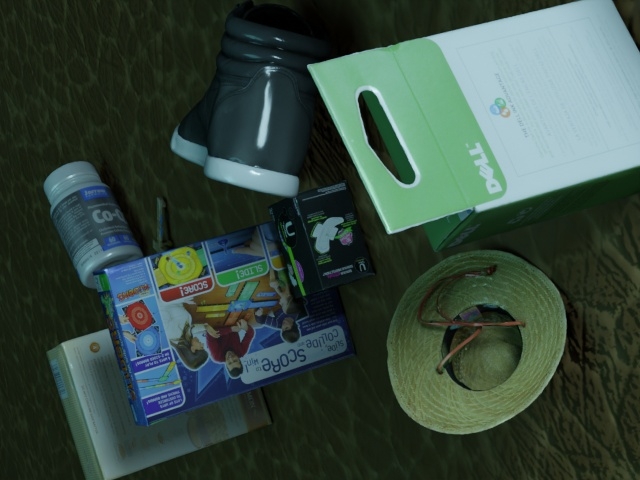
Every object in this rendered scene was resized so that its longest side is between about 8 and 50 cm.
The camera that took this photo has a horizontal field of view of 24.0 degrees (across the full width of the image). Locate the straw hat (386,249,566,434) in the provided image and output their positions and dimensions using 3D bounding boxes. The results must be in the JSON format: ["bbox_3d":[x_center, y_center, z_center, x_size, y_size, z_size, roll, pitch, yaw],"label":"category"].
[{"bbox_3d":[0.119,0.080,1.054,0.144,0.144,0.061,46,-179,43],"label":"straw hat"}]

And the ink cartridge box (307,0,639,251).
[{"bbox_3d":[0.095,-0.062,0.857,0.109,0.209,0.062,66,153,15],"label":"ink cartridge box"}]

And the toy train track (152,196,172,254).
[{"bbox_3d":[-0.170,-0.007,1.638,0.048,0.014,0.083,-140,47,-59],"label":"toy train track"}]

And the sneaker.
[{"bbox_3d":[-0.053,-0.124,1.261,0.296,0.105,0.146,-145,70,-77],"label":"sneaker"}]

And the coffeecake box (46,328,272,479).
[{"bbox_3d":[-0.161,0.148,1.512,0.068,0.186,0.142,-26,81,64],"label":"coffeecake box"}]

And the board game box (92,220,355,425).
[{"bbox_3d":[-0.080,0.064,1.284,0.035,0.201,0.136,-11,94,64],"label":"board game box"}]

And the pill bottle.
[{"bbox_3d":[-0.266,-0.019,1.743,0.137,0.078,0.078,61,151,23],"label":"pill bottle"}]

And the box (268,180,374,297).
[{"bbox_3d":[0.000,0.000,1.260,0.062,0.052,0.083,-23,83,64],"label":"box"}]
